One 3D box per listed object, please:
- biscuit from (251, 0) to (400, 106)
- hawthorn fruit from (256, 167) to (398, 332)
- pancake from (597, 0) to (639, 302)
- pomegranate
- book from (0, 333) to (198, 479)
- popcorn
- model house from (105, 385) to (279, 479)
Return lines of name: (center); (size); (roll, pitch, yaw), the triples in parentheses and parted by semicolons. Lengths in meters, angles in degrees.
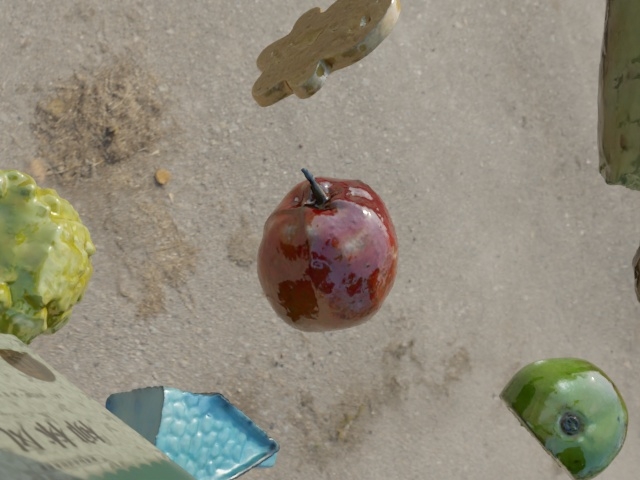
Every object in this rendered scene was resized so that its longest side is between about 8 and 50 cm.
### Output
biscuit: (0.007, -0.405, 1.270); (0.052, 0.355, 0.275); (43, 33, -40)
hawthorn fruit: (0.000, 0.000, 1.019); (0.254, 0.254, 0.300); (-52, 138, -29)
pancake: (0.146, -0.155, 0.249); (0.426, 0.067, 0.304); (56, 44, -59)
pomegranate: (0.422, 0.293, 1.012); (0.159, 0.190, 0.240); (-39, 119, 0)
book: (-0.148, 0.151, 0.366); (0.031, 0.379, 0.264); (-58, 164, -7)
popcorn: (-0.408, 0.016, 0.748); (0.250, 0.225, 0.249); (2, 67, -6)
model house: (-0.222, 0.367, 0.994); (0.241, 0.261, 0.225); (18, 66, -35)
